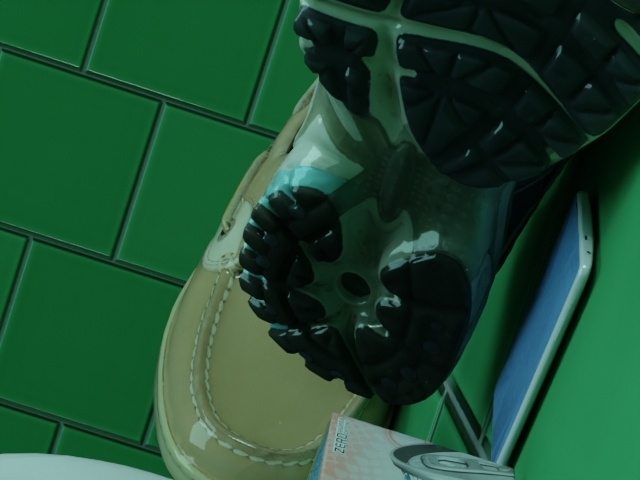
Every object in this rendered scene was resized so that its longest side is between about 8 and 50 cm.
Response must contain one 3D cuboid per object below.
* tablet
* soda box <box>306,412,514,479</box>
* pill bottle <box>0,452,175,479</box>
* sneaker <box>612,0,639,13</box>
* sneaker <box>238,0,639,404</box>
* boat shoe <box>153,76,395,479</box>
[{"bbox_3d":[0.070,0.030,0.605,0.054,0.006,0.083,-77,5,-61],"label":"tablet"},{"bbox_3d":[0.014,0.127,0.513,0.183,0.063,0.058,-78,7,-59],"label":"soda box"},{"bbox_3d":[-0.119,0.276,0.671,0.210,0.210,0.363,112,175,-53],"label":"pill bottle"},{"bbox_3d":[0.092,-0.086,0.420,0.158,0.061,0.065,112,169,-62],"label":"sneaker"},{"bbox_3d":[0.052,-0.071,0.621,0.122,0.110,0.283,-56,-3,-40],"label":"sneaker"},{"bbox_3d":[0.000,0.000,0.974,0.341,0.122,0.110,-74,2,-50],"label":"boat shoe"}]
